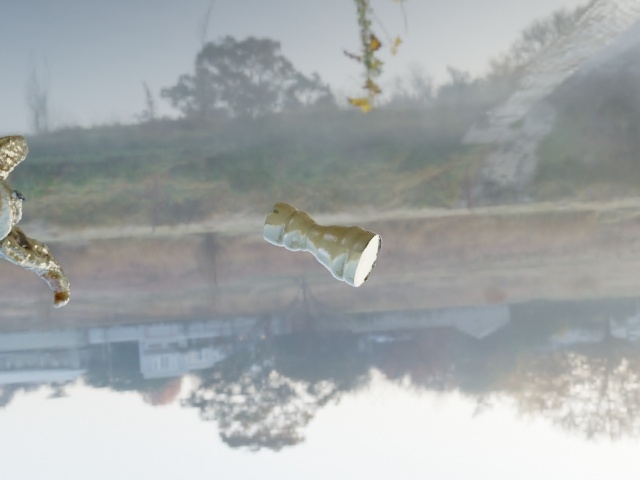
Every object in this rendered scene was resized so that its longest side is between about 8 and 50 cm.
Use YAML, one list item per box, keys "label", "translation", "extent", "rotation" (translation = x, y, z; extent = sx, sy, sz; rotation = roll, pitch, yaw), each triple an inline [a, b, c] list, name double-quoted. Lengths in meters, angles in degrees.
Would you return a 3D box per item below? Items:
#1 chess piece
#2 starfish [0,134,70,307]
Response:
- label: "chess piece"
  translation: [0.000, 0.000, 0.984]
  extent: [0.122, 0.066, 0.066]
  rotation: [23, -172, 19]
- label: "starfish"
  translation: [-0.348, -0.074, 0.883]
  extent: [0.094, 0.375, 0.327]
  rotation: [-29, -139, -8]
